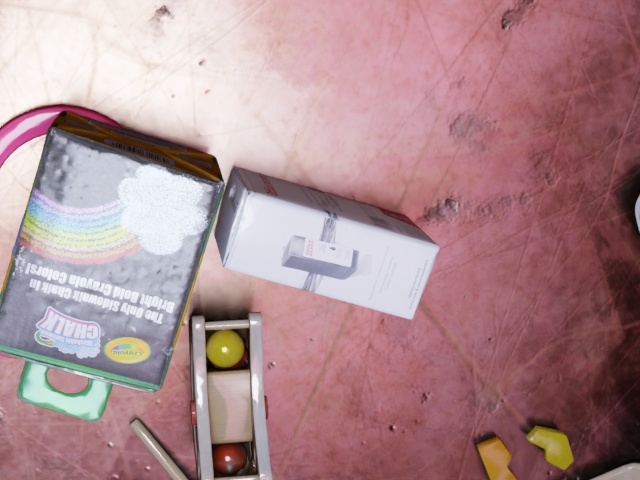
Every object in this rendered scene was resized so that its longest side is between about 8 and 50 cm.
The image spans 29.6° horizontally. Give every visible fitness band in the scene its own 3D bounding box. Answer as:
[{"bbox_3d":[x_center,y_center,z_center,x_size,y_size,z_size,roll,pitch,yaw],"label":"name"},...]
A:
[{"bbox_3d":[-0.306,-0.010,1.336,0.209,0.054,0.291,33,95,-12],"label":"fitness band"}]

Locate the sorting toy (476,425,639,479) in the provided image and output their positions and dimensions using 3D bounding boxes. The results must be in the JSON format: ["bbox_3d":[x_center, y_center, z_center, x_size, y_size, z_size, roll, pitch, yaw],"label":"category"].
[{"bbox_3d":[0.318,0.366,1.521,0.229,0.041,0.307,-21,98,1],"label":"sorting toy"}]

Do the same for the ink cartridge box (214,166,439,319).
[{"bbox_3d":[0.000,0.000,1.329,0.217,0.158,0.092,17,100,-12],"label":"ink cartridge box"}]

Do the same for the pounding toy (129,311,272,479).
[{"bbox_3d":[-0.136,0.211,1.357,0.154,0.154,0.270,-3,102,-9],"label":"pounding toy"}]

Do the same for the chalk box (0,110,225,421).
[{"bbox_3d":[-0.226,0.036,1.238,0.180,0.179,0.289,18,99,-11],"label":"chalk box"}]

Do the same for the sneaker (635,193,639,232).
[{"bbox_3d":[0.500,0.034,1.424,0.305,0.152,0.114,41,95,-14],"label":"sneaker"}]
